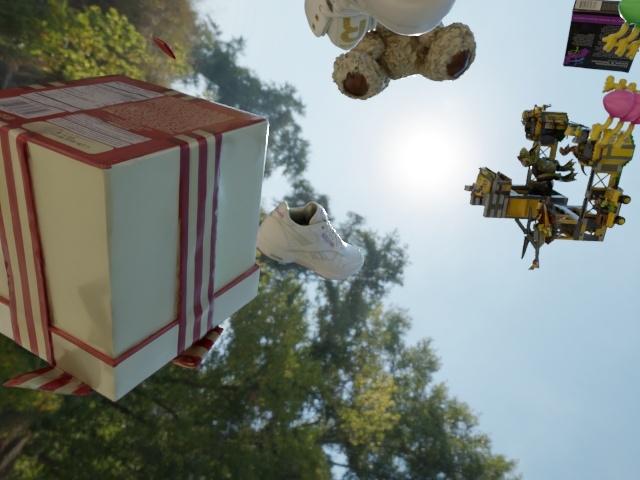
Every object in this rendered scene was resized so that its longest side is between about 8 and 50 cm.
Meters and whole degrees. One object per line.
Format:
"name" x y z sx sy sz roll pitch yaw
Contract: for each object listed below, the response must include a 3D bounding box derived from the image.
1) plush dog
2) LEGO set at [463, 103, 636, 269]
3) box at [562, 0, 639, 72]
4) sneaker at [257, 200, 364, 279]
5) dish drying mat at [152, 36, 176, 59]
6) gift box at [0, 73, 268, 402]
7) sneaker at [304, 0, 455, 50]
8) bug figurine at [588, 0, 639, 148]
"plush dog" 0.136 -0.409 0.993 0.211 0.262 0.226 -85 163 -53
"LEGO set" 0.390 -0.124 1.008 0.331 0.192 0.255 -96 -171 -61
"box" 0.490 -0.351 0.944 0.116 0.162 0.029 14 -103 21
"sneaker" 0.000 0.000 1.263 0.152 0.305 0.114 -54 -140 23
"dish drying mat" -0.269 -0.333 0.941 0.008 0.032 0.083 -40 -142 -6
"gift box" -0.228 -0.008 0.554 0.255 0.276 0.258 23 -59 26
"sneaker" 0.051 -0.253 0.551 0.169 0.108 0.293 92 -15 -53
"bug figurine" 0.453 -0.205 0.674 0.072 0.216 0.279 -140 -119 -84
